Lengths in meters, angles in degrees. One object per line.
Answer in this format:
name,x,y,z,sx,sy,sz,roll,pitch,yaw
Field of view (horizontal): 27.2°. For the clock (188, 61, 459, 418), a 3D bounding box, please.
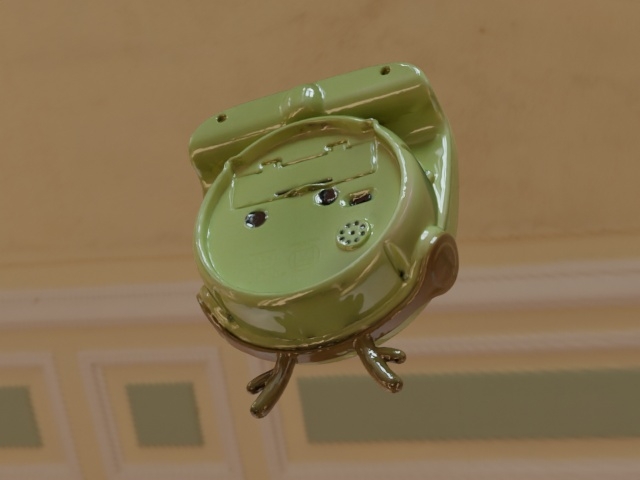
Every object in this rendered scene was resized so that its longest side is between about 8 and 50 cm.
clock,0.000,0.000,1.101,0.235,0.308,0.096,-14,-41,15
